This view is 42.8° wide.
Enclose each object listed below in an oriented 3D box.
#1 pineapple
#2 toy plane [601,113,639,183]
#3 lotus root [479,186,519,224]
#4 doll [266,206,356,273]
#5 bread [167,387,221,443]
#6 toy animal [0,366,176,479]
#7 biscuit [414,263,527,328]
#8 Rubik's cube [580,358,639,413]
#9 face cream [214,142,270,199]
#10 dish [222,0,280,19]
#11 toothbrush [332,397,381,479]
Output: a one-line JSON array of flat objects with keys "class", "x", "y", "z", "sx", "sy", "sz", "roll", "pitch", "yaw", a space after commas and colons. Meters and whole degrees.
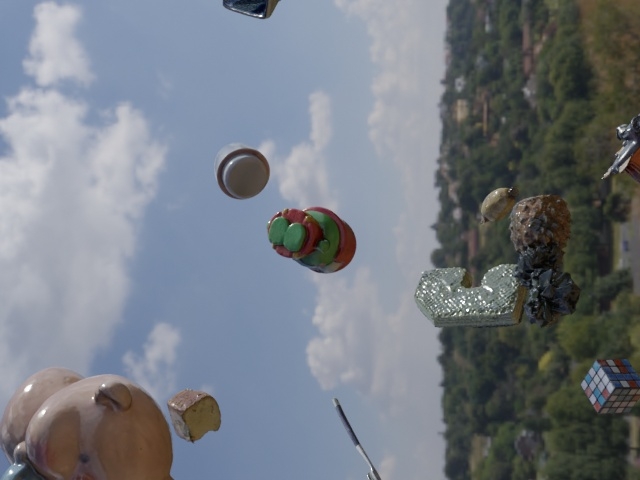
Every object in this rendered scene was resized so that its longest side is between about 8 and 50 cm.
[{"class": "pineapple", "x": 0.388, "y": 0.037, "z": 1.422, "sx": 0.119, "sy": 0.111, "sz": 0.237, "roll": 66, "pitch": -156, "yaw": -60}, {"class": "toy plane", "x": 0.415, "y": -0.153, "z": 1.006, "sx": 0.188, "sy": 0.062, "sz": 0.135, "roll": -60, "pitch": -2, "yaw": 2}, {"class": "lotus root", "x": 0.466, "y": -0.092, "z": 2.169, "sx": 0.063, "sy": 0.072, "sz": 0.152, "roll": -19, "pitch": -25, "yaw": -42}, {"class": "doll", "x": 0.000, "y": 0.001, "z": 2.124, "sx": 0.363, "sy": 0.182, "sz": 0.160, "roll": 30, "pitch": -104, "yaw": -61}, {"class": "bread", "x": -0.235, "y": 0.322, "z": 1.515, "sx": 0.076, "sy": 0.070, "sz": 0.083, "roll": -28, "pitch": -64, "yaw": -32}, {"class": "toy animal", "x": -0.312, "y": 0.271, "z": 1.087, "sx": 0.210, "sy": 0.229, "sz": 0.221, "roll": 65, "pitch": 176, "yaw": -24}, {"class": "biscuit", "x": 0.305, "y": 0.113, "z": 1.685, "sx": 0.046, "sy": 0.249, "sz": 0.147, "roll": 56, "pitch": -136, "yaw": -33}, {"class": "Rubik's cube", "x": 0.687, "y": 0.342, "z": 1.919, "sx": 0.092, "sy": 0.092, "sz": 0.092, "roll": -109, "pitch": 29, "yaw": -48}, {"class": "face cream", "x": -0.135, "y": -0.120, "z": 1.374, "sx": 0.095, "sy": 0.091, "sz": 0.091, "roll": -127, "pitch": 29, "yaw": -58}, {"class": "dish", "x": -0.124, "y": -0.617, "z": 1.795, "sx": 0.080, "sy": 0.182, "sz": 0.243, "roll": -6, "pitch": -65, "yaw": -38}, {"class": "toothbrush", "x": 0.087, "y": 0.507, "z": 2.075, "sx": 0.024, "sy": 0.026, "sz": 0.288, "roll": 46, "pitch": -172, "yaw": -43}]
